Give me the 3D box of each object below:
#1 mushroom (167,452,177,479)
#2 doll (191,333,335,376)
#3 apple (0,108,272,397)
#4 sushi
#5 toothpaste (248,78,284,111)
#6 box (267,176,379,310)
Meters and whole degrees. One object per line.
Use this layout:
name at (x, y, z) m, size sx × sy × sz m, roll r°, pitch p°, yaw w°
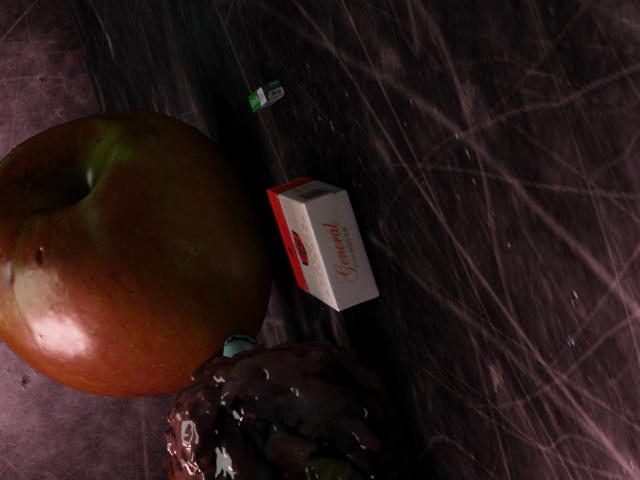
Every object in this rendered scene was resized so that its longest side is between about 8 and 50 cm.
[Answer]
mushroom at (-0.110, 0.258, 1.718) m, size 0.194 × 0.138 × 0.231 m, roll -100°, pitch 14°, yaw -68°
doll at (-0.062, 0.145, 1.572) m, size 0.158 × 0.159 × 0.059 m, roll 93°, pitch 178°, yaw -72°
apple at (-0.223, 0.023, 1.679) m, size 0.339 × 0.340 × 0.339 m, roll 161°, pitch 90°, yaw -79°
sushi at (-0.028, 0.229, 1.364) m, size 0.171 × 0.236 × 0.270 m, roll 169°, pitch 86°, yaw -70°
toothpaste at (-0.052, -0.137, 1.377) m, size 0.083 × 0.020 × 0.017 m, roll 172°, pitch 77°, yaw -79°
box at (0.000, 0.000, 1.298) m, size 0.152 × 0.048 × 0.100 m, roll -161°, pitch 54°, yaw -73°
